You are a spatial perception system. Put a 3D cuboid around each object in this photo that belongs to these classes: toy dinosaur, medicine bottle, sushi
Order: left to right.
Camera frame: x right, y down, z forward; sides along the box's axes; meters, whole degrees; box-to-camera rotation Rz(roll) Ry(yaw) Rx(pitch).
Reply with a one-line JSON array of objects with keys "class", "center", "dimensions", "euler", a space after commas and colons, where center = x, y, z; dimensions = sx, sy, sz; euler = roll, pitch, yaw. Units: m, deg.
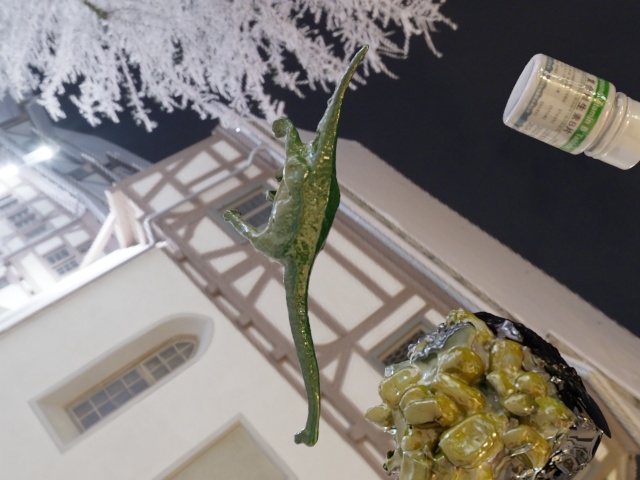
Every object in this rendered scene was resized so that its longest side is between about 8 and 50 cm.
[{"class": "toy dinosaur", "center": [0.000, 0.000, 0.780], "dimensions": [0.301, 0.087, 0.447], "euler": [49, -60, 39]}, {"class": "sushi", "center": [0.234, 0.263, 1.017], "dimensions": [0.328, 0.285, 0.329], "euler": [-36, -131, 27]}, {"class": "medicine bottle", "center": [0.460, -0.223, 1.114], "dimensions": [0.237, 0.139, 0.139], "euler": [25, -33, 2]}]
